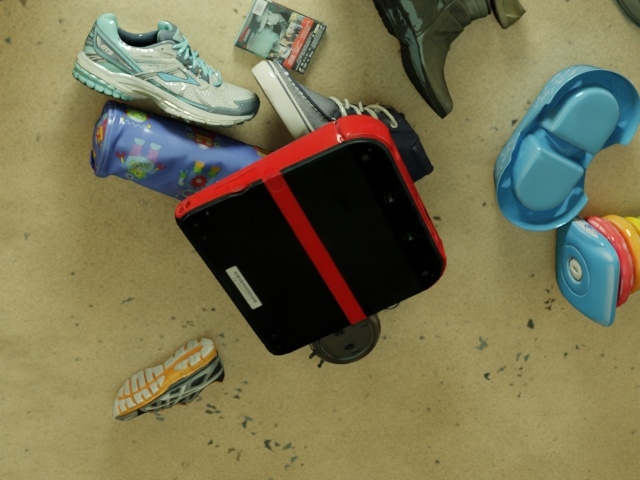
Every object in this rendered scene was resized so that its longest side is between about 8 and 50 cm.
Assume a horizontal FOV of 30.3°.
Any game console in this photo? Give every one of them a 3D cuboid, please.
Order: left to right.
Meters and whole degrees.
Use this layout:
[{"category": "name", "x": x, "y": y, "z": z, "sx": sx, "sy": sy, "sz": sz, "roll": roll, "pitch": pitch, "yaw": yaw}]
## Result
[{"category": "game console", "x": 0.000, "y": 0.000, "z": 1.855, "sx": 0.342, "sy": 0.060, "sz": 0.386, "roll": -24, "pitch": 133, "yaw": 7}]

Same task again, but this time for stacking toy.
[{"category": "stacking toy", "x": 0.568, "y": 0.014, "z": 2.042, "sx": 0.302, "sy": 0.175, "sz": 0.165, "roll": -14, "pitch": 123, "yaw": -17}]

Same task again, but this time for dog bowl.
[{"category": "dog bowl", "x": 0.396, "y": -0.158, "z": 1.944, "sx": 0.166, "sy": 0.074, "sz": 0.297, "roll": 24, "pitch": 112, "yaw": -22}]

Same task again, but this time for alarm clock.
[{"category": "alarm clock", "x": 0.056, "y": 0.142, "z": 2.046, "sx": 0.192, "sy": 0.064, "sz": 0.129, "roll": -32, "pitch": 119, "yaw": 3}]

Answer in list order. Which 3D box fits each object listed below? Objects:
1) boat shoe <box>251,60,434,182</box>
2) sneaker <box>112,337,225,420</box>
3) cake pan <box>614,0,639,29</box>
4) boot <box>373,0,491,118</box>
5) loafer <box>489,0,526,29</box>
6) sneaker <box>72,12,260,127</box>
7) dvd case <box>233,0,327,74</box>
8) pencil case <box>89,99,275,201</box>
[{"category": "boat shoe", "x": 0.041, "y": -0.184, "z": 1.839, "sx": 0.158, "sy": 0.127, "sz": 0.340, "roll": -37, "pitch": 128, "yaw": 4}, {"category": "sneaker", "x": -0.259, "y": 0.255, "z": 2.030, "sx": 0.215, "sy": 0.084, "sz": 0.083, "roll": -29, "pitch": 124, "yaw": 4}, {"category": "cake pan", "x": 0.593, "y": -0.447, "z": 1.839, "sx": 0.293, "sy": 0.054, "sz": 0.293, "roll": -5, "pitch": 119, "yaw": -9}, {"category": "boot", "x": 0.198, "y": -0.317, "z": 1.818, "sx": 0.161, "sy": 0.083, "sz": 0.246, "roll": -30, "pitch": 121, "yaw": -1}, {"category": "loafer", "x": 0.276, "y": -0.394, "z": 1.805, "sx": 0.050, "sy": 0.056, "sz": 0.148, "roll": -24, "pitch": 130, "yaw": 1}, {"category": "sneaker", "x": -0.215, "y": -0.253, "z": 1.750, "sx": 0.283, "sy": 0.110, "sz": 0.122, "roll": 14, "pitch": 111, "yaw": -18}, {"category": "dvd case", "x": -0.061, "y": -0.313, "z": 1.802, "sx": 0.119, "sy": 0.013, "sz": 0.087, "roll": 19, "pitch": 113, "yaw": -21}, {"category": "pencil case", "x": -0.205, "y": -0.115, "z": 1.820, "sx": 0.306, "sy": 0.119, "sz": 0.133, "roll": 17, "pitch": 124, "yaw": -20}]
